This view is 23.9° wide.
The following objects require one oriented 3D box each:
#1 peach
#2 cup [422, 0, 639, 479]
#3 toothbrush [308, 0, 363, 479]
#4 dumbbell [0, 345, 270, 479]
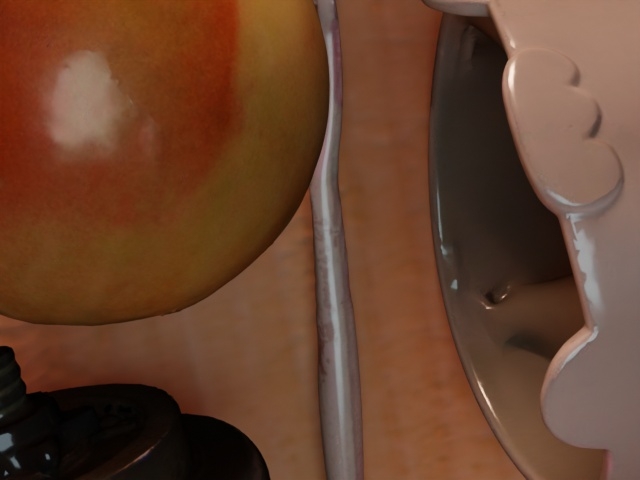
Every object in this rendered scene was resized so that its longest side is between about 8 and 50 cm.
[{"bbox_3d":[-0.088,-0.053,0.588,0.184,0.184,0.184,-2,100,-9],"label":"peach"},{"bbox_3d":[0.168,-0.049,0.621,0.257,0.219,0.290,-12,70,-8],"label":"cup"},{"bbox_3d":[0.000,0.000,0.684,0.029,0.025,0.307,-4,100,0],"label":"toothbrush"},{"bbox_3d":[-0.093,0.182,0.617,0.192,0.192,0.290,-16,102,-6],"label":"dumbbell"}]
